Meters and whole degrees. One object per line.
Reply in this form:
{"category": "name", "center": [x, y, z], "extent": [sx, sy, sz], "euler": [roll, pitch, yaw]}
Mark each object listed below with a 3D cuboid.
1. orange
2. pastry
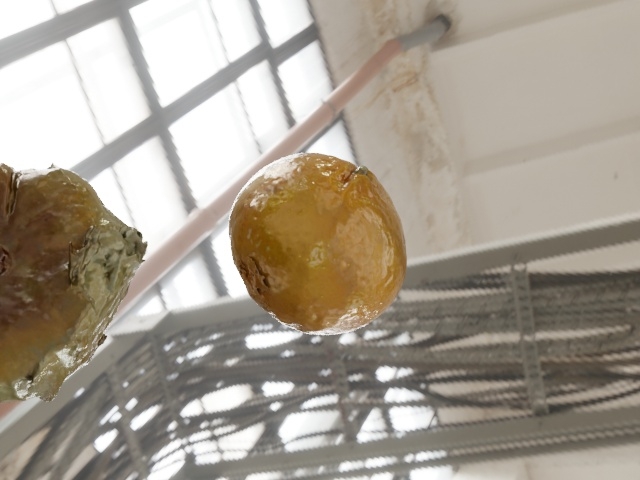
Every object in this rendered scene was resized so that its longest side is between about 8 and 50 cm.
{"category": "orange", "center": [0.000, 0.003, 1.242], "extent": [0.193, 0.219, 0.219], "euler": [-36, -83, 33]}
{"category": "pastry", "center": [-0.301, 0.031, 0.999], "extent": [0.236, 0.257, 0.120], "euler": [21, -30, 13]}
